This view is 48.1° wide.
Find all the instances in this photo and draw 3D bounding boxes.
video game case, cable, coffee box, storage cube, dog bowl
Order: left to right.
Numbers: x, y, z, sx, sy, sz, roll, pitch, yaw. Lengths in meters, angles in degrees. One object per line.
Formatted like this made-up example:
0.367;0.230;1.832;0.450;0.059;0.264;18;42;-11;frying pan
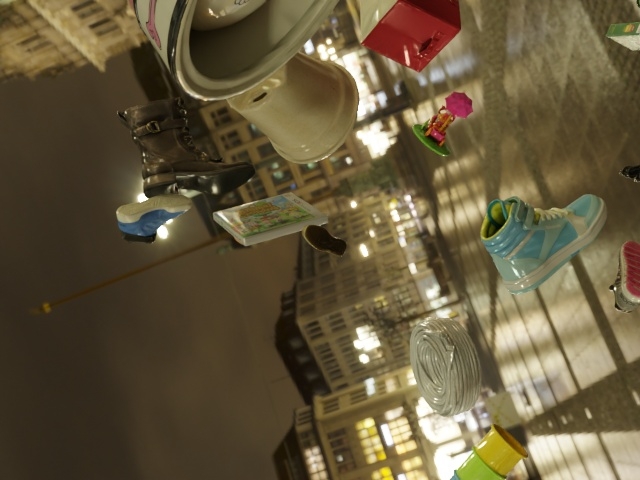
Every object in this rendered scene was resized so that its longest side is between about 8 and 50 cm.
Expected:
-0.108;-0.409;1.045;0.150;0.408;0.408;43;-178;11;dog bowl
-0.119;-0.054;1.682;0.193;0.213;0.023;34;136;54;video game case
0.231;-0.594;1.878;0.193;0.184;0.214;19;-125;-24;storage cube
0.315;0.321;1.844;0.257;0.089;0.256;-150;51;-68;cable
0.916;-0.580;2.036;0.040;0.113;0.184;-70;20;6;coffee box

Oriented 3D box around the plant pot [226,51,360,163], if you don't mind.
-0.104;-0.428;2.086;0.306;0.334;0.333;23;-136;-54;plant pot

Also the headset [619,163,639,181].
0.964;-0.273;1.895;0.394;0.185;0.243;118;132;-70;headset

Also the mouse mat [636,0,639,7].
0.641;-0.477;1.230;0.007;0.153;0.189;-59;-17;-79;mouse mat

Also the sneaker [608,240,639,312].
0.559;0.068;1.301;0.170;0.063;0.074;-61;-9;-48;sneaker

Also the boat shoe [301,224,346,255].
0.000;0.000;1.562;0.135;0.045;0.050;31;-103;-45;boat shoe

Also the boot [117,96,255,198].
-0.286;-0.211;1.535;0.091;0.263;0.228;118;140;-60;boot

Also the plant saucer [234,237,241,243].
-0.220;-0.024;2.120;0.013;0.084;0.083;-71;-40;-67;plant saucer

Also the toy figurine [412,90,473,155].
0.356;-0.342;1.985;0.130;0.159;0.173;36;-152;-6;toy figurine

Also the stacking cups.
0.288;0.523;1.486;0.096;0.316;0.096;38;-169;-9;stacking cups

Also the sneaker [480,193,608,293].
0.500;-0.050;1.630;0.208;0.319;0.127;53;163;-12;sneaker

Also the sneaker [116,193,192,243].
-0.334;-0.040;1.459;0.058;0.152;0.084;47;144;42;sneaker
